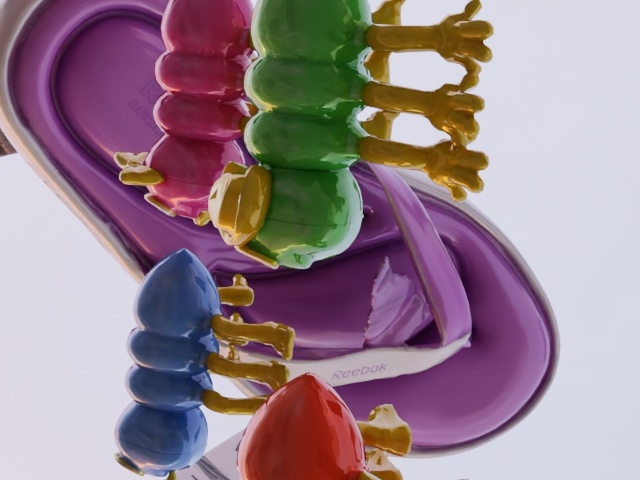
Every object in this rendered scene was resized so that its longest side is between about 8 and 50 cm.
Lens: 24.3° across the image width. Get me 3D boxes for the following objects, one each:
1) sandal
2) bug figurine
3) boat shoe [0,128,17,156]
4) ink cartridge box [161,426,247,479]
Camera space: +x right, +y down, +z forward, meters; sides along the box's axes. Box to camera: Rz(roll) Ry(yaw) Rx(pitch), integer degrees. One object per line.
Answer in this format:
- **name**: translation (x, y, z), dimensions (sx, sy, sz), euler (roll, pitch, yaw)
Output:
- **sandal**: translation (-0.009, 0.013, 0.798), dimensions (0.169, 0.416, 0.102), euler (-53, -149, 2)
- **bug figurine**: translation (-0.025, 0.017, 0.475), dimensions (0.279, 0.072, 0.216), euler (-151, -113, -72)
- **boat shoe**: translation (-0.260, -0.163, 1.294), dimensions (0.342, 0.123, 0.123), euler (-14, -120, -5)
- **ink cartridge box**: translation (-0.072, 0.294, 1.471), dimensions (0.172, 0.237, 0.100), euler (41, -56, 16)
